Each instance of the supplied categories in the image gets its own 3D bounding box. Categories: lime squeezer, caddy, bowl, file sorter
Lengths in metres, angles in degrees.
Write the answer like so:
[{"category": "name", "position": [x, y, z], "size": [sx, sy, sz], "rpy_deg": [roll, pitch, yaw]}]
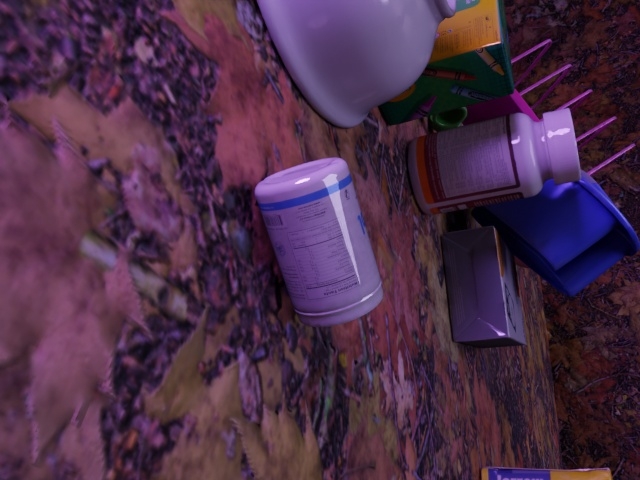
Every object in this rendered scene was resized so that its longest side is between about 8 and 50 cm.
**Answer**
[{"category": "lime squeezer", "position": [0.220, -0.236, 0.932], "size": [0.310, 0.058, 0.110], "rpy_deg": [-51, 151, -77]}, {"category": "caddy", "position": [0.404, -0.065, 0.997], "size": [0.241, 0.179, 0.341], "rpy_deg": [38, 9, -44]}, {"category": "bowl", "position": [0.050, -0.271, 0.539], "size": [0.298, 0.134, 0.298], "rpy_deg": [37, 47, -55]}, {"category": "file sorter", "position": [0.471, -0.238, 1.160], "size": [0.291, 0.182, 0.202], "rpy_deg": [57, -12, 11]}]

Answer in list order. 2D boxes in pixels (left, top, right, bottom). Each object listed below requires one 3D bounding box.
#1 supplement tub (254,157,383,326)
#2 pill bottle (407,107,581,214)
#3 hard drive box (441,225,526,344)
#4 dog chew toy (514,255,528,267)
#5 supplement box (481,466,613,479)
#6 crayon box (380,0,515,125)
[{"category": "supplement tub", "position": [0.000, 0.000, 0.400], "size": [0.071, 0.070, 0.107], "rpy_deg": [-48, 124, -60]}, {"category": "pill bottle", "position": [0.247, -0.113, 0.792], "size": [0.121, 0.221, 0.121], "rpy_deg": [36, 49, -57]}, {"category": "hard drive box", "position": [0.292, 0.092, 0.970], "size": [0.232, 0.089, 0.181], "rpy_deg": [25, 59, -61]}, {"category": "dog chew toy", "position": [0.595, -0.094, 1.575], "size": [0.206, 0.206, 0.332], "rpy_deg": [17, 58, -63]}, {"category": "supplement box", "position": [0.405, 0.531, 0.917], "size": [0.357, 0.194, 0.195], "rpy_deg": [54, 35, -42]}, {"category": "crayon box", "position": [0.166, -0.296, 0.757], "size": [0.081, 0.165, 0.279], "rpy_deg": [54, 35, -43]}]
